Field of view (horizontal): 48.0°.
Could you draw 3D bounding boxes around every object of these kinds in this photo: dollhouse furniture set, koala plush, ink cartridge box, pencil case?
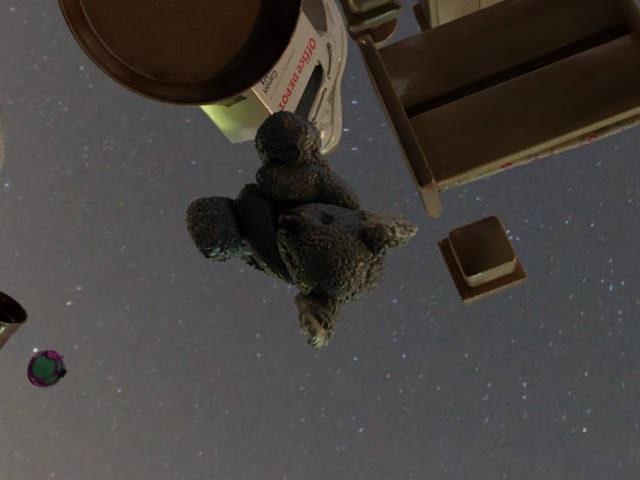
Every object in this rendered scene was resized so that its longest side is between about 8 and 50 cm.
[{"bbox_3d":[0.195,-0.140,0.587,0.303,0.174,0.356,-20,-115,4],"label":"dollhouse furniture set"},{"bbox_3d":[0.000,0.000,0.804,0.196,0.203,0.221,-50,-142,0],"label":"koala plush"},{"bbox_3d":[-0.114,-0.263,0.885,0.100,0.172,0.237,-4,-39,37],"label":"ink cartridge box"},{"bbox_3d":[-0.503,0.238,1.329,0.064,0.070,0.151,32,-19,-11],"label":"pencil case"}]

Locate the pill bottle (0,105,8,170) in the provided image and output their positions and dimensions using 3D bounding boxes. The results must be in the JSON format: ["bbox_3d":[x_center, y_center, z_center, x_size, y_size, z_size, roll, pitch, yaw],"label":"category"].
[{"bbox_3d":[-0.417,-0.090,0.774,0.131,0.229,0.131,-4,-61,-7],"label":"pill bottle"}]

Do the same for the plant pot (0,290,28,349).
[{"bbox_3d":[-0.834,0.222,1.758,0.167,0.167,0.165,35,-83,16],"label":"plant pot"}]

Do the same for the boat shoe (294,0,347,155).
[{"bbox_3d":[-0.019,-0.271,1.094,0.098,0.096,0.277,-10,-102,27],"label":"boat shoe"}]

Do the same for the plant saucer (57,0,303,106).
[{"bbox_3d":[-0.093,-0.176,0.485,0.029,0.168,0.168,-153,-119,-62],"label":"plant saucer"}]
